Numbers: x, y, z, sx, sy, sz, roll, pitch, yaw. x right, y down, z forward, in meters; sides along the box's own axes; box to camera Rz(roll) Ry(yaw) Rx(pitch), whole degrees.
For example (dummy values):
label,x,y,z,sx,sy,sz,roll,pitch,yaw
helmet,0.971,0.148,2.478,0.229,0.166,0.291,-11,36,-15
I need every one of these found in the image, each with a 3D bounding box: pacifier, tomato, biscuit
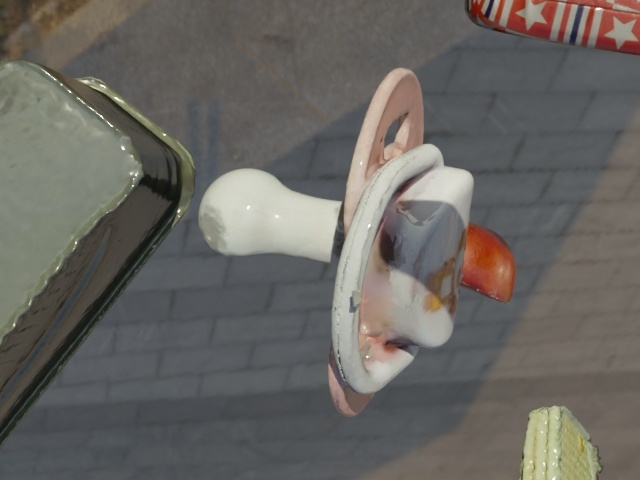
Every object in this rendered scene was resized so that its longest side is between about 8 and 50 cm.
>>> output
label,x,y,z,sx,sy,sz,roll,pitch,yaw
pacifier,0.033,0.000,1.056,0.220,0.273,0.332,-10,115,-35
tomato,0.156,0.009,1.474,0.225,0.225,0.085,18,91,-38
biscuit,0.194,0.271,0.908,0.046,0.250,0.147,-5,152,27

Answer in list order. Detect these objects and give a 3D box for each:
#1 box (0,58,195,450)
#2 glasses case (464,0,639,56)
label,x,y,z,sx,sy,sz,roll,pitch,yaw
box,-0.205,0.018,0.688,0.274,0.138,0.178,-53,180,-2
glasses case,0.176,-0.127,0.614,0.194,0.073,0.049,11,107,9
